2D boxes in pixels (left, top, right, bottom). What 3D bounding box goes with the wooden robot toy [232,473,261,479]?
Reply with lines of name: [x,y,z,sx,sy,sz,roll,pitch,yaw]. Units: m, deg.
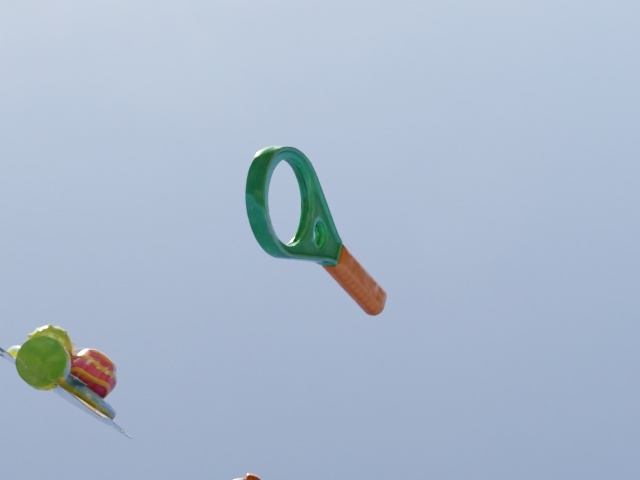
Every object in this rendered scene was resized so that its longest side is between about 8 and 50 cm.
wooden robot toy: [-0.076,0.201,1.294,0.173,0.079,0.076,21,-167,-25]

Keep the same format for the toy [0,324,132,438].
toy: [-0.222,0.112,1.532,0.137,0.056,0.237,33,174,6]

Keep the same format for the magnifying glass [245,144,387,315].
magnifying glass: [0.000,0.000,1.491,0.026,0.231,0.092,-1,-120,28]
